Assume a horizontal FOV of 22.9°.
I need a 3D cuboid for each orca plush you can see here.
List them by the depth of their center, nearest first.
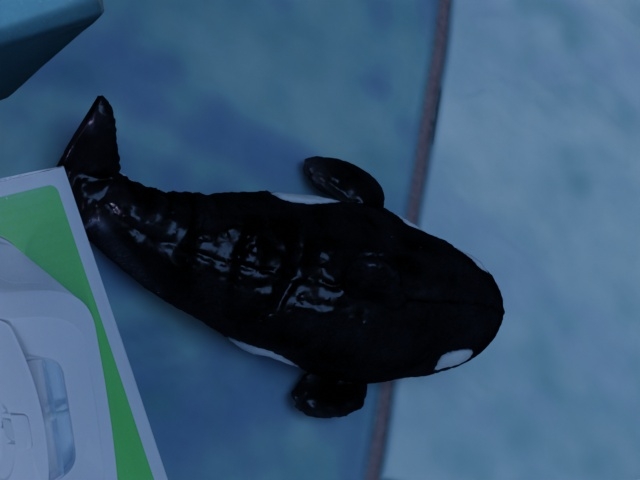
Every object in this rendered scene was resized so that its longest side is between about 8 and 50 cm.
[{"bbox_3d":[0.000,0.000,0.859,0.287,0.102,0.151,33,62,-23],"label":"orca plush"}]

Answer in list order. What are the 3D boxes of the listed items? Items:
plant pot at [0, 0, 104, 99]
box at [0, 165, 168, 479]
[{"bbox_3d":[-0.252,-0.114,0.687,0.234,0.166,0.165,-27,93,-29],"label":"plant pot"},{"bbox_3d":[-0.162,0.129,0.639,0.127,0.231,0.262,-17,87,-35],"label":"box"}]
